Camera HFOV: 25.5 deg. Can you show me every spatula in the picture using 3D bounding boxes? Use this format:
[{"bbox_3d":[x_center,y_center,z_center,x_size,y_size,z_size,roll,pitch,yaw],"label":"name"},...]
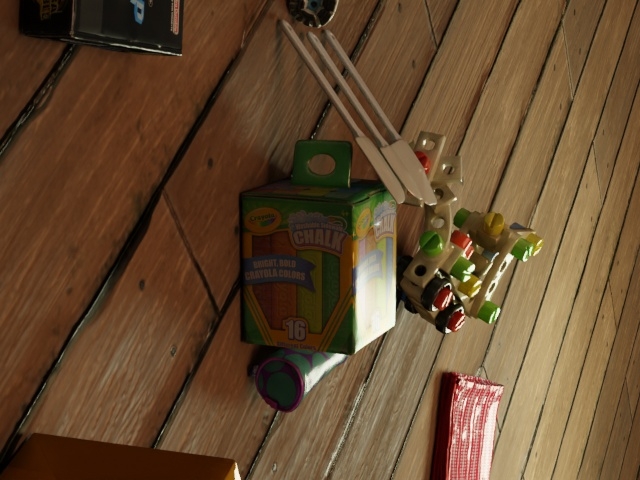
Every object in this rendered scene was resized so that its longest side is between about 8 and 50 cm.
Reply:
[{"bbox_3d":[0.044,-0.140,1.571,0.242,0.019,0.168,56,22,10],"label":"spatula"}]

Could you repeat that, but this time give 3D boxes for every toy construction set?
[{"bbox_3d":[0.184,0.004,1.914,0.215,0.151,0.328,-54,141,-8],"label":"toy construction set"}]

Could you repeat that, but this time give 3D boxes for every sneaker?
[{"bbox_3d":[0.016,-0.313,1.537,0.162,0.063,0.073,-54,-168,34],"label":"sneaker"}]

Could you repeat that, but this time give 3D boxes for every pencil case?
[{"bbox_3d":[-0.019,0.136,1.582,0.070,0.064,0.151,-53,172,28],"label":"pencil case"}]

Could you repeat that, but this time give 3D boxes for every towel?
[{"bbox_3d":[0.235,0.314,2.243,0.275,0.031,0.199,20,77,-66],"label":"towel"}]

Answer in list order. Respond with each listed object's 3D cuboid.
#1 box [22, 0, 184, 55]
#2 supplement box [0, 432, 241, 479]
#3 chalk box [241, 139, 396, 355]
[{"bbox_3d":[-0.172,-0.268,1.168,0.175,0.051,0.220,-3,97,-66],"label":"box"},{"bbox_3d":[-0.158,0.278,1.131,0.129,0.191,0.194,-57,144,-50],"label":"supplement box"},{"bbox_3d":[0.000,0.000,1.517,0.132,0.132,0.213,-26,117,-63],"label":"chalk box"}]
